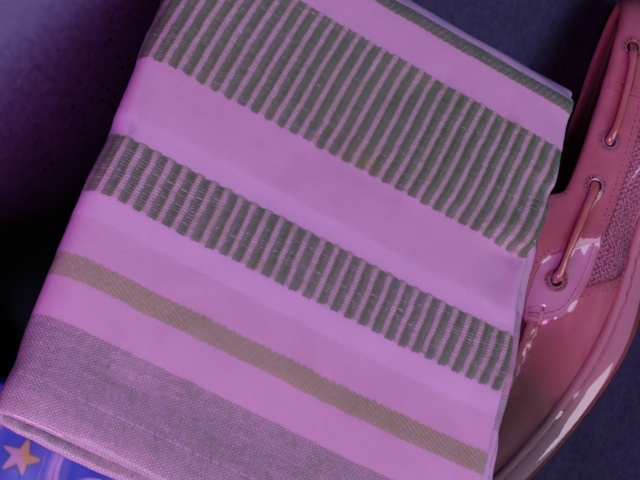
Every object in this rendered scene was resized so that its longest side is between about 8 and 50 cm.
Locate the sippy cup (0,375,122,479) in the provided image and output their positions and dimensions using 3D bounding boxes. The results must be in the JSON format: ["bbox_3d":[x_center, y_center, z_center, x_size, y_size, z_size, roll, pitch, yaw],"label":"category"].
[{"bbox_3d":[-0.177,0.176,0.856,0.305,0.240,0.224,39,68,-67],"label":"sippy cup"}]

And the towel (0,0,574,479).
[{"bbox_3d":[0.000,0.000,0.891,0.248,0.038,0.325,28,56,-17],"label":"towel"}]

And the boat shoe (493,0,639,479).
[{"bbox_3d":[0.152,0.009,1.133,0.110,0.121,0.341,30,83,-5],"label":"boat shoe"}]
